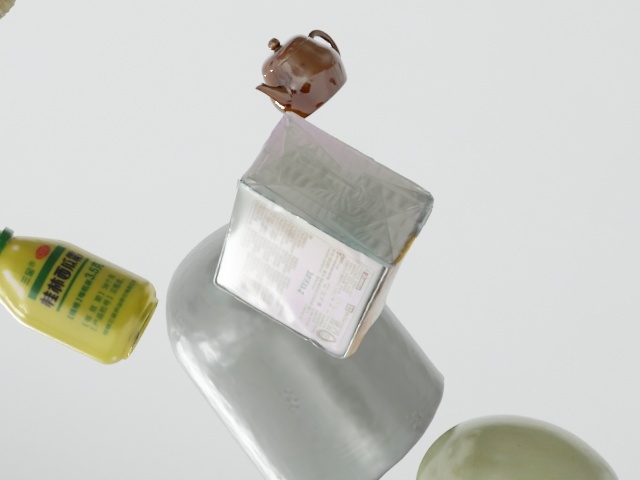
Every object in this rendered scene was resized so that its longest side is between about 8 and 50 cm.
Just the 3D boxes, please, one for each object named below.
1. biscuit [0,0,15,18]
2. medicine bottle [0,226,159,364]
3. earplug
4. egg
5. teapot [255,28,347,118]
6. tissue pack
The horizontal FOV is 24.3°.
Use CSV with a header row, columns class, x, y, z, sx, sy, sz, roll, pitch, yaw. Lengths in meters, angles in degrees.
class,x,y,z,sx,sy,sz,roll,pitch,yaw
biscuit,-0.516,-0.346,1.943,0.265,0.188,0.040,-5,-161,-12
medicine bottle,-0.331,0.033,1.629,0.309,0.076,0.111,25,-125,2
earplug,-0.042,0.150,2.202,0.394,0.313,0.312,55,-169,-17
egg,0.243,0.309,1.822,0.254,0.188,0.188,6,-162,8
teapot,-0.028,-0.229,1.979,0.116,0.116,0.173,21,-135,20
tissue pack,0.000,0.000,1.587,0.185,0.225,0.124,29,-122,5
